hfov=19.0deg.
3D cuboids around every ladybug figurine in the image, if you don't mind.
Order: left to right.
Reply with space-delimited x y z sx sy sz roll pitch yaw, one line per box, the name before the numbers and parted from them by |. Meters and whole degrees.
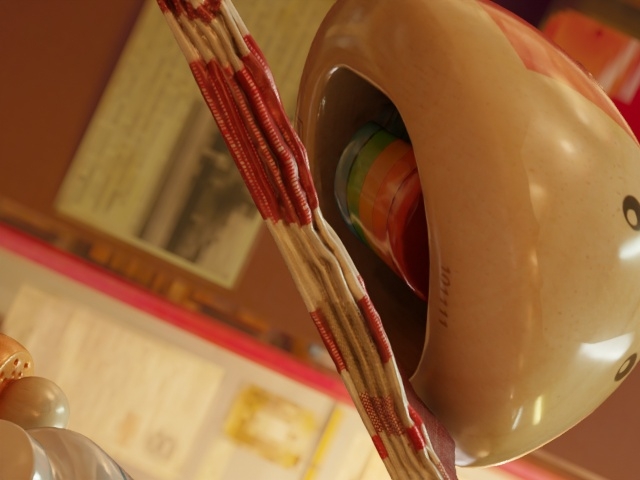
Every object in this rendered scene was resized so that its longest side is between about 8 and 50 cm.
ladybug figurine | 0.100 -0.024 1.266 0.449 0.162 0.305 -128 -145 -64

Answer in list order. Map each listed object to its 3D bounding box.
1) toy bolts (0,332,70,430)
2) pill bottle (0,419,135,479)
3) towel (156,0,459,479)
toy bolts | -0.313 0.165 1.480 0.228 0.158 0.218 -67 162 -9
pill bottle | -0.180 0.229 1.377 0.264 0.146 0.146 53 53 -48
towel | 0.000 0.000 1.004 0.037 0.329 0.237 -26 -167 1
